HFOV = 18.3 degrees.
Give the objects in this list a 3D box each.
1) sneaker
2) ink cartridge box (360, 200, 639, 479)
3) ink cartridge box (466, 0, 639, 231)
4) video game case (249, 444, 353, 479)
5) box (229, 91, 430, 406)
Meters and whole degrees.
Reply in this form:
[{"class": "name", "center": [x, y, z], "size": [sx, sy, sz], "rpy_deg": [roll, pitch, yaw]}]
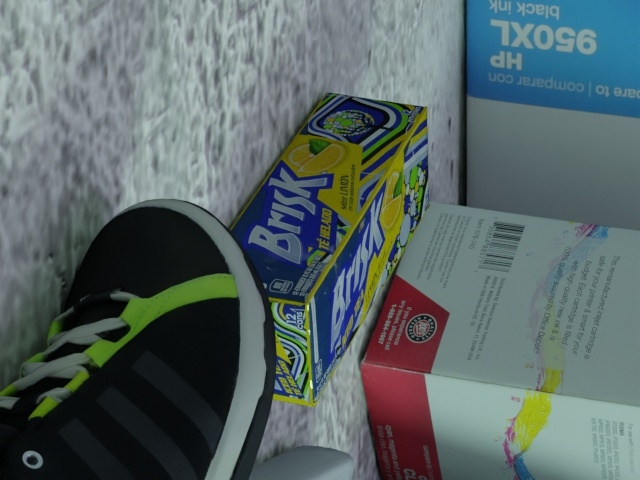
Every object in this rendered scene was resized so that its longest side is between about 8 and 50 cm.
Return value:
[{"class": "sneaker", "center": [-0.078, 0.069, 0.644], "size": [0.097, 0.084, 0.235], "rpy_deg": [39, 42, -37]}, {"class": "ink cartridge box", "center": [0.130, 0.074, 1.124], "size": [0.127, 0.176, 0.128], "rpy_deg": [78, 27, -46]}, {"class": "ink cartridge box", "center": [0.210, -0.041, 1.329], "size": [0.285, 0.166, 0.395], "rpy_deg": [-50, 143, -57]}, {"class": "video game case", "center": [-0.064, 0.259, 0.847], "size": [0.329, 0.036, 0.300], "rpy_deg": [-10, 107, -71]}, {"class": "box", "center": [0.000, 0.000, 0.897], "size": [0.169, 0.054, 0.059], "rpy_deg": [-58, 151, -51]}]
